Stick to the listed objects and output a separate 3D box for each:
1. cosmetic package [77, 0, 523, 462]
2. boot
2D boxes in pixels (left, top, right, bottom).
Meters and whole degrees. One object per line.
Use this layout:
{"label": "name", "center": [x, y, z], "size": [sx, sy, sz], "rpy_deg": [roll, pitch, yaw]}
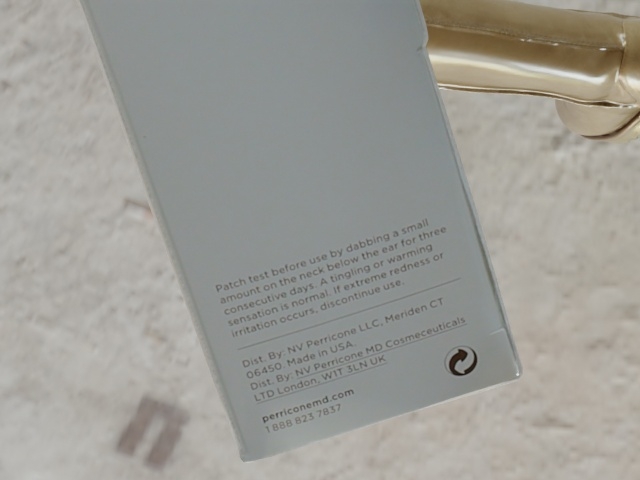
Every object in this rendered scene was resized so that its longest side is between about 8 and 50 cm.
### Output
{"label": "cosmetic package", "center": [-0.044, -0.136, 0.648], "size": [0.097, 0.377, 0.284], "rpy_deg": [-16, 111, -1]}
{"label": "boot", "center": [0.130, -0.137, 1.333], "size": [0.269, 0.236, 0.089], "rpy_deg": [4, 80, -17]}
